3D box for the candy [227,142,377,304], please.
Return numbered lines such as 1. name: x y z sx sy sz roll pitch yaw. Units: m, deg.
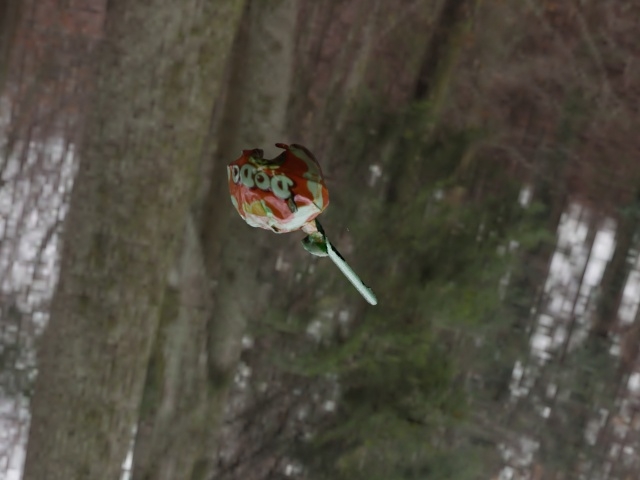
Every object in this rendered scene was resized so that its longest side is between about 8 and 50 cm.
1. candy: 0.000 0.000 0.735 0.055 0.049 0.185 21 164 31
